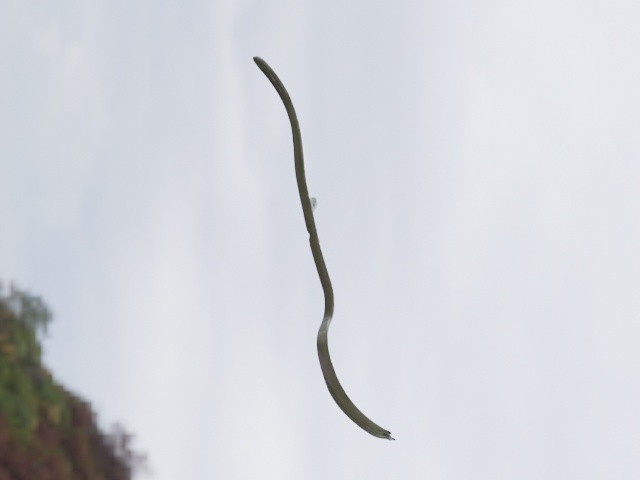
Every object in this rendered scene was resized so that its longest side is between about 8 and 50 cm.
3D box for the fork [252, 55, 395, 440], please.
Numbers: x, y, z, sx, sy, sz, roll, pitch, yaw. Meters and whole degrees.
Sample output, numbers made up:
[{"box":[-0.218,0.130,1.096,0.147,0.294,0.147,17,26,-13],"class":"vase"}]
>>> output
[{"box":[-0.006,0.002,0.925,0.034,0.028,0.219,50,23,-74],"class":"fork"}]
